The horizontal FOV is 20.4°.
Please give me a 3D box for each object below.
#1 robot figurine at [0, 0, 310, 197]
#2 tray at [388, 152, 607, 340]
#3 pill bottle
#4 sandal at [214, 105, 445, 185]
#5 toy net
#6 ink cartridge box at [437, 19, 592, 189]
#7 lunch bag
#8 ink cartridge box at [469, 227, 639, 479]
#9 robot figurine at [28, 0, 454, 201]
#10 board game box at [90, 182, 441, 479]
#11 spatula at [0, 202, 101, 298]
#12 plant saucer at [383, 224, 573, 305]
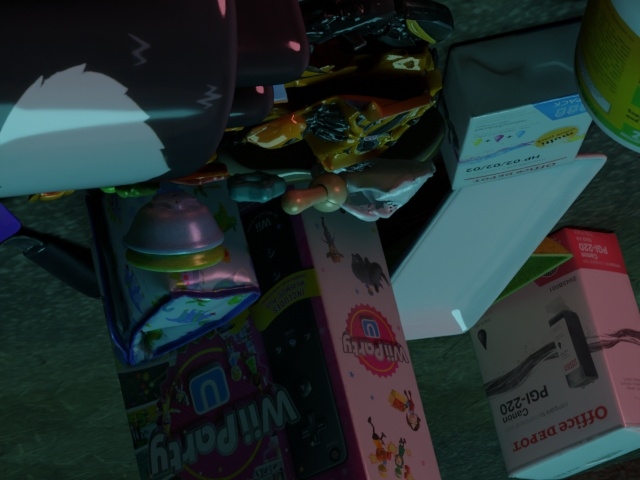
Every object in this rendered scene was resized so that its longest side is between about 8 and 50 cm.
[{"bbox_3d":[-0.149,-0.106,0.936,0.278,0.173,0.209,-6,124,-25],"label":"robot figurine"},{"bbox_3d":[0.128,0.003,1.569,0.145,0.030,0.270,-5,146,-33],"label":"tray"},{"bbox_3d":[0.244,-0.158,1.145,0.136,0.136,0.245,-14,161,-4],"label":"pill bottle"},{"bbox_3d":[0.010,-0.079,1.324,0.180,0.072,0.049,-5,138,-14],"label":"sandal"},{"bbox_3d":[-0.033,-0.027,1.258,0.232,0.045,0.122,-8,-162,-20],"label":"toy net"},{"bbox_3d":[0.148,-0.094,1.369,0.104,0.061,0.181,-12,162,-6],"label":"ink cartridge box"},{"bbox_3d":[-0.126,0.013,1.366,0.096,0.128,0.151,-2,159,-30],"label":"lunch bag"},{"bbox_3d":[0.245,0.117,1.802,0.092,0.217,0.159,6,152,-46],"label":"ink cartridge box"},{"bbox_3d":[-0.051,-0.094,1.182,0.291,0.085,0.211,-7,165,-21],"label":"robot figurine"},{"bbox_3d":[-0.047,0.101,1.404,0.224,0.303,0.097,-28,157,33],"label":"board game box"},{"bbox_3d":[-0.238,0.006,1.416,0.084,0.030,0.296,-23,159,17],"label":"spatula"},{"bbox_3d":[0.115,0.031,1.729,0.188,0.045,0.188,0,156,-37],"label":"plant saucer"}]
